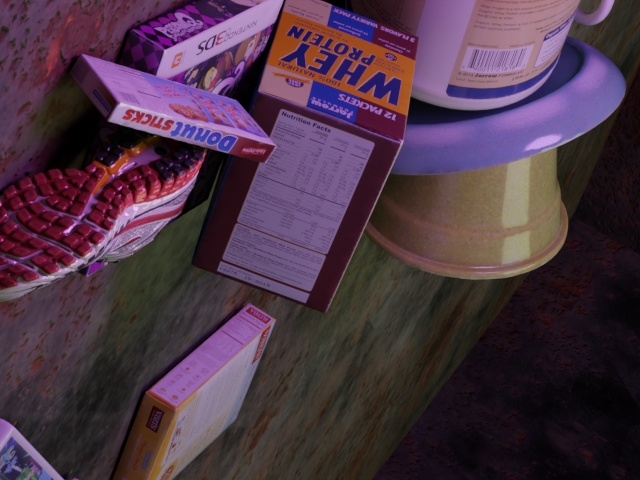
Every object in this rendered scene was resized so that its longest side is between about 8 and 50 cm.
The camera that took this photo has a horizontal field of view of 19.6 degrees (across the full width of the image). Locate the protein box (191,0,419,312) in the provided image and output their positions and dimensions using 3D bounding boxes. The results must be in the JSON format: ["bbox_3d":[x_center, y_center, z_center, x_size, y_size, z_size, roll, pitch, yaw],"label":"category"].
[{"bbox_3d":[-0.013,-0.085,1.709,0.200,0.136,0.201,-78,-170,-56],"label":"protein box"}]

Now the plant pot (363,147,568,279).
[{"bbox_3d":[0.189,-0.135,2.295,0.276,0.276,0.254,-45,149,-47],"label":"plant pot"}]

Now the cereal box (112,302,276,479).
[{"bbox_3d":[-0.148,0.193,2.154,0.240,0.047,0.173,-41,158,-55],"label":"cereal box"}]

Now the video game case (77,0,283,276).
[{"bbox_3d":[-0.127,-0.102,1.588,0.210,0.041,0.232,-36,154,-56],"label":"video game case"}]

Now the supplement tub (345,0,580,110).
[{"bbox_3d":[0.160,-0.306,1.789,0.228,0.228,0.316,-48,164,-39],"label":"supplement tub"}]

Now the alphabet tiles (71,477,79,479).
[{"bbox_3d":[-0.339,0.381,1.920,0.284,0.021,0.278,-33,151,-62],"label":"alphabet tiles"}]

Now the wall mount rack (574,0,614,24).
[{"bbox_3d":[0.346,-0.351,1.803,0.130,0.304,0.350,-17,135,-25],"label":"wall mount rack"}]

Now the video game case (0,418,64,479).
[{"bbox_3d":[-0.316,0.274,1.716,0.183,0.023,0.201,-55,158,-16],"label":"video game case"}]

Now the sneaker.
[{"bbox_3d":[-0.179,-0.009,1.437,0.225,0.088,0.093,-31,151,-33],"label":"sneaker"}]

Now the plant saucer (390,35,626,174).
[{"bbox_3d":[0.164,-0.157,1.969,0.317,0.317,0.044,-44,127,-48],"label":"plant saucer"}]

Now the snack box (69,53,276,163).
[{"bbox_3d":[-0.112,-0.101,1.440,0.178,0.064,0.022,13,119,-49],"label":"snack box"}]
